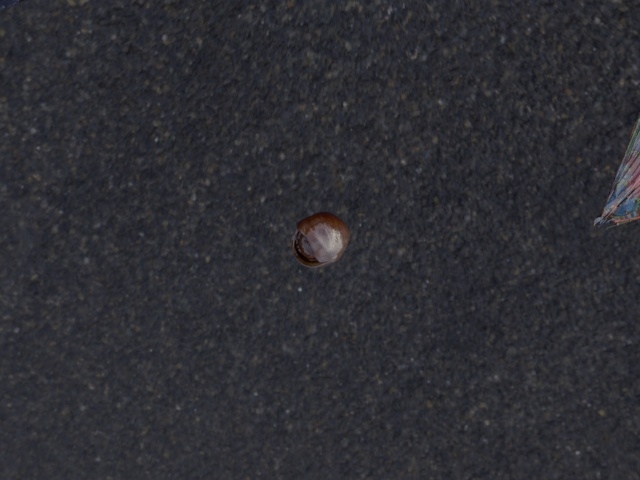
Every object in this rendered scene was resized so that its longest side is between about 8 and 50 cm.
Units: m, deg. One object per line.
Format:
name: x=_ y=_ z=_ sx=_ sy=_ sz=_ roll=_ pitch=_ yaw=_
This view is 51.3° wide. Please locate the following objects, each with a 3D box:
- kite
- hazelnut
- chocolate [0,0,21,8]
kite: x=0.432 y=-0.083 z=0.895 sx=0.183 sy=0.014 sz=0.241 roll=-51 pitch=134 yaw=3
hazelnut: x=0.000 y=0.000 z=0.957 sx=0.086 sy=0.086 sz=0.086 roll=1 pitch=125 yaw=2
chocolate: x=-0.264 y=-0.386 z=0.634 sx=0.225 sy=0.340 sz=0.210 roll=-8 pitch=129 yaw=19
